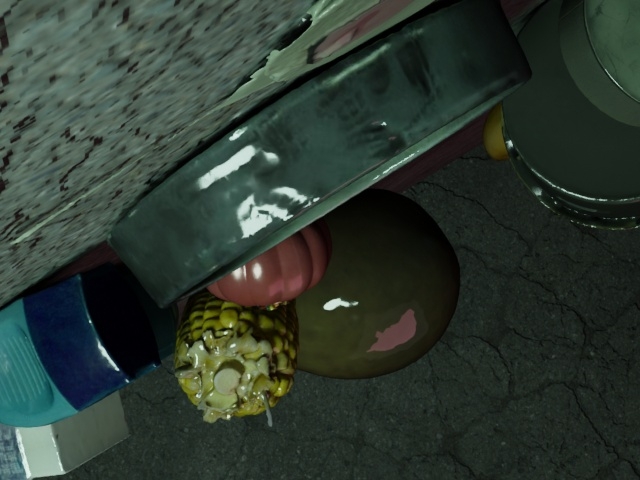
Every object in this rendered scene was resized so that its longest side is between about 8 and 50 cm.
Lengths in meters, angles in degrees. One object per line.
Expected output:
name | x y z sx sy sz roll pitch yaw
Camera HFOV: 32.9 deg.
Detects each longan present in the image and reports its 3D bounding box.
longan | 0.043 0.059 1.395 0.300 0.243 0.300 -10 161 -4

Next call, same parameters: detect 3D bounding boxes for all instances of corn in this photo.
corn | -0.069 0.062 0.975 0.106 0.106 0.305 -32 -165 9

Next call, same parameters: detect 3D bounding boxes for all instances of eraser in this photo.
eraser | -0.254 0.149 0.805 0.212 0.046 0.092 -11 -176 23

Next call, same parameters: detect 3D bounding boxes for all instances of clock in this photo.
clock | 0.003 -0.050 0.663 0.280 0.055 0.280 -32 179 0

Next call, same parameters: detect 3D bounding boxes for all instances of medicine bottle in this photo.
medicine bottle | -0.152 0.064 0.759 0.124 0.079 0.258 -28 180 9

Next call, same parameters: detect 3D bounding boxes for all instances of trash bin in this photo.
trash bin | 0.263 -0.117 0.968 0.214 0.214 0.334 -32 170 14

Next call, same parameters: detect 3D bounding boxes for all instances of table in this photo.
table | 0.233 -0.146 0.748 0.133 0.133 0.043 -31 179 -17

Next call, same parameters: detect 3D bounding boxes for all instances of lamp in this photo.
lamp | -0.045 0.007 0.835 0.107 0.092 0.107 -5 -157 2

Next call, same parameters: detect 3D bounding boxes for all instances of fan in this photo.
fan | -0.008 -0.078 0.467 0.310 0.010 0.182 -33 179 8

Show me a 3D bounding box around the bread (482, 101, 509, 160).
bread | 0.325 -0.200 1.484 0.142 0.091 0.305 -39 -179 -22
